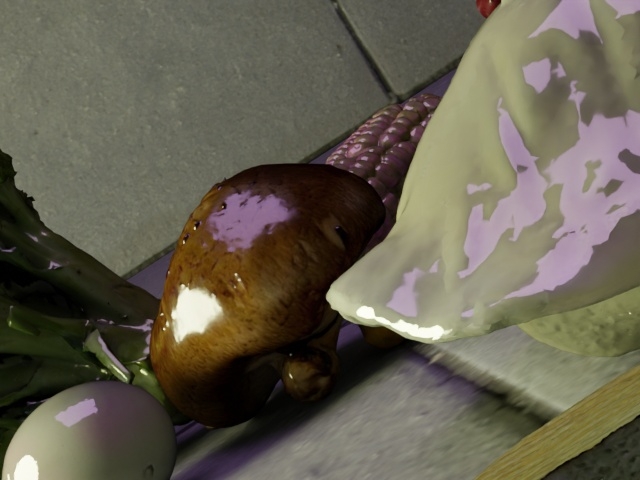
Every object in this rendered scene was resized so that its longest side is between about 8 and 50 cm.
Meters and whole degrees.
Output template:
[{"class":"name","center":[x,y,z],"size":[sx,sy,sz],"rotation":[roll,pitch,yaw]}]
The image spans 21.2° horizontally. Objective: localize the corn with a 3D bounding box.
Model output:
[{"class":"corn","center":[0.040,-0.025,1.565],"size":[0.126,0.126,0.335],"rotation":[-27,12,43]}]

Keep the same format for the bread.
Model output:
[{"class":"bread","center":[0.111,0.087,0.676],"size":[0.193,0.036,0.112],"rotation":[-35,1,10]}]

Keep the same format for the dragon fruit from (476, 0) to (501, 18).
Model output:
[{"class":"dragon fruit","center":[0.253,-0.206,1.604],"size":[0.273,0.218,0.198],"rotation":[-57,-12,-65]}]

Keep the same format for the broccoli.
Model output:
[{"class":"broccoli","center":[-0.245,0.100,1.330],"size":[0.283,0.321,0.304],"rotation":[-2,26,15]}]

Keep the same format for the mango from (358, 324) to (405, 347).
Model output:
[{"class":"mango","center":[0.052,0.050,1.224],"size":[0.060,0.046,0.089],"rotation":[-32,18,25]}]

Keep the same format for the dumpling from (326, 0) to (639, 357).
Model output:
[{"class":"dumpling","center":[0.130,-0.038,0.834],"size":[0.243,0.187,0.318],"rotation":[-33,8,-39]}]

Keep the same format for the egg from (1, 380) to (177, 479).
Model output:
[{"class":"egg","center":[-0.160,0.153,1.176],"size":[0.135,0.103,0.103],"rotation":[-34,5,23]}]

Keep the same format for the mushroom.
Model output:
[{"class":"mushroom","center":[-0.046,0.029,1.233],"size":[0.194,0.138,0.231],"rotation":[-79,17,-46]}]
